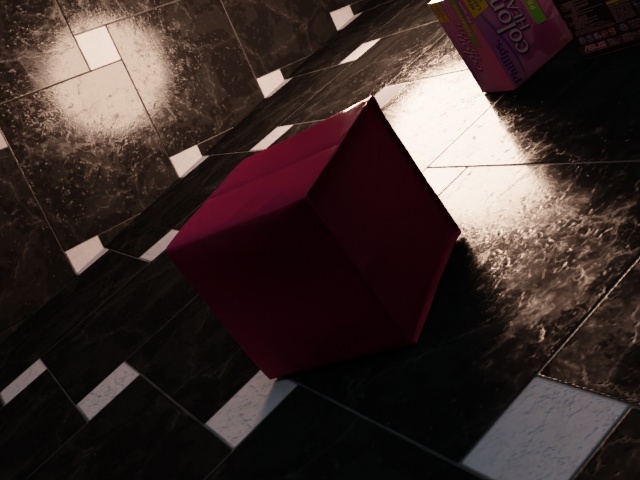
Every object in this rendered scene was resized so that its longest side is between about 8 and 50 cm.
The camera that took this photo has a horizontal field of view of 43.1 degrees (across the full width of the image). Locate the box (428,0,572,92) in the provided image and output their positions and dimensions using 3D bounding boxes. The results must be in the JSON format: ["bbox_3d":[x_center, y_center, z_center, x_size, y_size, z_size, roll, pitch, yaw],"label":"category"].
[{"bbox_3d":[0.374,-0.445,1.565,0.243,0.213,0.117,-40,20,-12],"label":"box"}]

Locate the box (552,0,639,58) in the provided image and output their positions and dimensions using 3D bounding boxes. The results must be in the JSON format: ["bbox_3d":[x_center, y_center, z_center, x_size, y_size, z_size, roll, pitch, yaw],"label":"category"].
[{"bbox_3d":[0.500,-0.426,1.309,0.060,0.216,0.270,-46,21,-26],"label":"box"}]

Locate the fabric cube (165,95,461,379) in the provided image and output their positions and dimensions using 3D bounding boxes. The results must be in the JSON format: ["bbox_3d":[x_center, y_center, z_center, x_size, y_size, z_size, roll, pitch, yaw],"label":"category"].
[{"bbox_3d":[0.000,0.000,1.129,0.258,0.254,0.259,-21,24,37],"label":"fabric cube"}]
